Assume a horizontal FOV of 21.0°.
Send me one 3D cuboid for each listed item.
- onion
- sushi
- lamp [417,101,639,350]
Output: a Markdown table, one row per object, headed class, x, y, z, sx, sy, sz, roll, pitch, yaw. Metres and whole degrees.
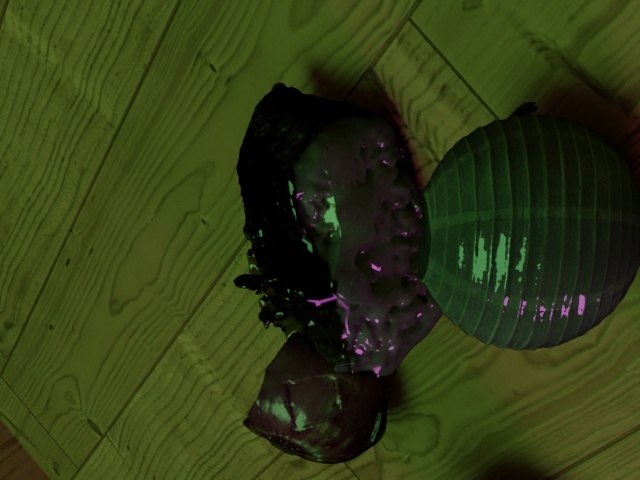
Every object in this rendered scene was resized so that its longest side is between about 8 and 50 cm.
| class | x | y | z | sx | sy | sz | roll | pitch | yaw |
| --- | --- | --- | --- | --- | --- | --- | --- | --- | --- |
| onion | 0.001 | 0.217 | 2.306 | 0.200 | 0.200 | 0.207 | 46 | 139 | 12 |
| sushi | 0.000 | 0.000 | 1.999 | 0.207 | 0.234 | 0.348 | 18 | 132 | 46 |
| lamp | 0.210 | -0.005 | 1.688 | 0.233 | 0.233 | 0.265 | 37 | 141 | 26 |
